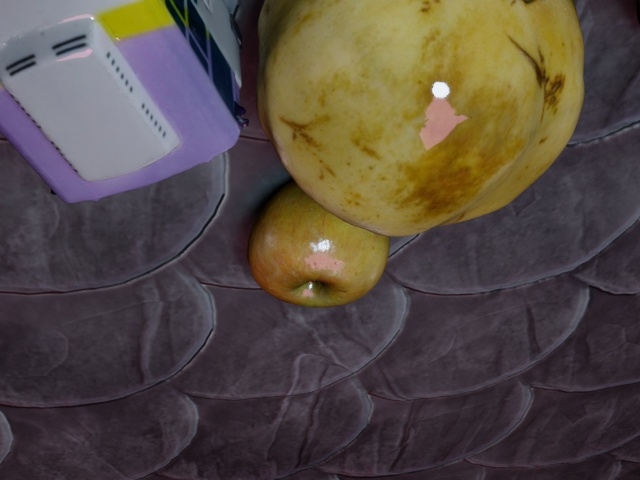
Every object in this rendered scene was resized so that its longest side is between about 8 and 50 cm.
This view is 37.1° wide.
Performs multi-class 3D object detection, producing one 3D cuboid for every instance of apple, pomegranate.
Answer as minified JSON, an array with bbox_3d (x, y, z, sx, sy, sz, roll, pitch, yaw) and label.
[{"bbox_3d":[0.000,0.000,1.231,0.182,0.155,0.182,3,150,2],"label":"apple"},{"bbox_3d":[0.092,-0.168,0.945,0.332,0.332,0.332,-6,141,-5],"label":"pomegranate"}]

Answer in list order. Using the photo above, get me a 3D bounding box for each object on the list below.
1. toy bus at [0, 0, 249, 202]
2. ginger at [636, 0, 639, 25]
[{"bbox_3d":[-0.231,-0.237,0.814,0.209,0.249,0.440,-18,140,10],"label":"toy bus"},{"bbox_3d":[0.402,-0.280,0.889,0.254,0.176,0.418,-64,161,9],"label":"ginger"}]
